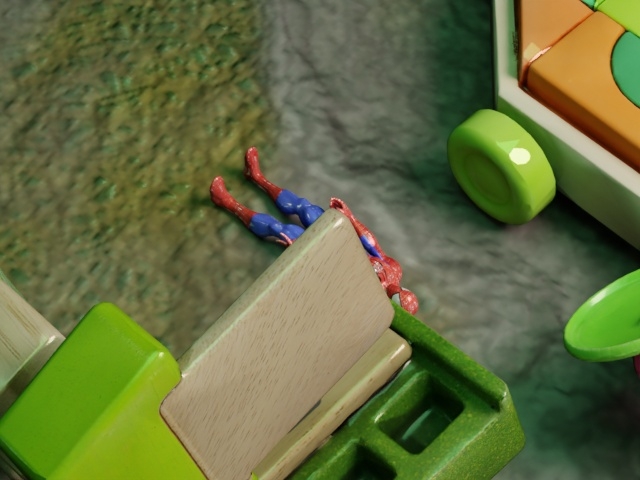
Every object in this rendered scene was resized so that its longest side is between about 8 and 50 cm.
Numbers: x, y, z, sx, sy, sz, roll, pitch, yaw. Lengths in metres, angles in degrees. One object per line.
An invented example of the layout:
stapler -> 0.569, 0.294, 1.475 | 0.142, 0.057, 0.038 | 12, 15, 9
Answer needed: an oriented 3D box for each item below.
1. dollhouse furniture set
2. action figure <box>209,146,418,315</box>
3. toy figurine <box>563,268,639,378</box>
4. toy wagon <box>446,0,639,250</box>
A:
dollhouse furniture set -> -0.096, 0.002, 0.720 | 0.151, 0.197, 0.301 | -44, 51, -13
action figure -> 0.000, 0.000, 0.862 | 0.115, 0.030, 0.038 | 38, 59, 21
toy figurine -> 0.207, 0.073, 0.746 | 0.173, 0.159, 0.130 | -22, 17, 22
toy wagon -> 0.183, -0.096, 0.897 | 0.267, 0.068, 0.344 | -39, 63, -23
